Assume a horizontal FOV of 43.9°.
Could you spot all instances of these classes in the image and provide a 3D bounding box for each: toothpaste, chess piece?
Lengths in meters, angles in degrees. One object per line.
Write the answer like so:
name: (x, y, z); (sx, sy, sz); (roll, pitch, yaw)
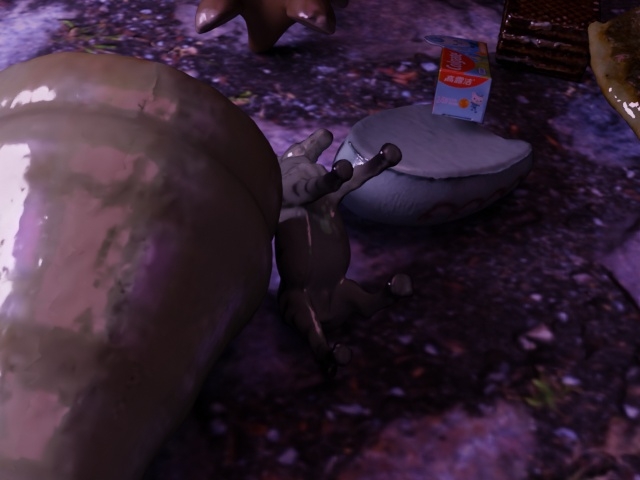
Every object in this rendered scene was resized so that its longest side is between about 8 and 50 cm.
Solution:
toothpaste: (0.132, -0.168, 0.799); (0.070, 0.044, 0.193); (11, 24, 6)
chess piece: (-0.154, 0.112, 0.432); (0.234, 0.234, 0.442); (5, 49, -1)

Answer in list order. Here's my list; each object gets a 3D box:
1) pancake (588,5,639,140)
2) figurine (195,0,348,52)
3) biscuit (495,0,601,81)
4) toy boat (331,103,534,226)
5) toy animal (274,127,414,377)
pancake: (0.457, -0.114, 0.779); (0.427, 0.067, 0.305); (24, 60, 17)
figurine: (-0.037, -0.315, 0.898); (0.177, 0.173, 0.247); (2, 77, 1)
biscuit: (0.279, -0.293, 0.964); (0.106, 0.070, 0.252); (14, 46, 6)
toy boat: (0.099, -0.063, 0.732); (0.208, 0.079, 0.134); (-20, 48, -37)
toy animal: (-0.005, -0.001, 0.619); (0.073, 0.176, 0.217); (6, 75, -26)
